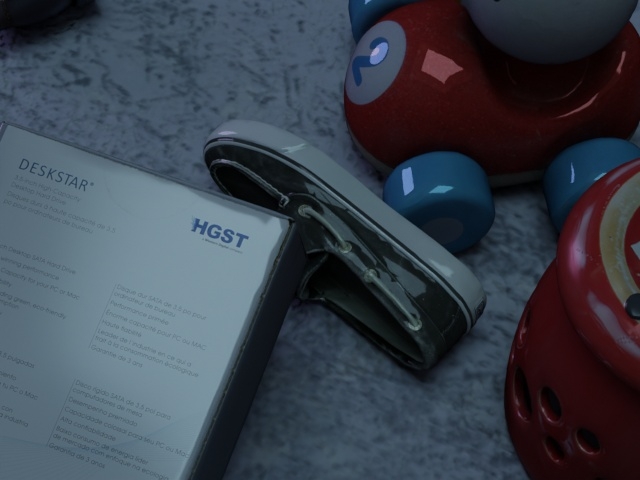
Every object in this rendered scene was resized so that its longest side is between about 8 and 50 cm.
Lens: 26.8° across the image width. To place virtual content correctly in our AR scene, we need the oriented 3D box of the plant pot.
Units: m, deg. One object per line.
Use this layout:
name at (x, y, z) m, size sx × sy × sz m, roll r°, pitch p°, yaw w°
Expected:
plant pot at (0.209, 0.060, 0.763) m, size 0.191 × 0.174 × 0.191 m, roll 1°, pitch 56°, yaw -1°

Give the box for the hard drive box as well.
hard drive box at (-0.132, 0.075, 0.748) m, size 0.181 × 0.089 × 0.232 m, roll 20°, pitch 77°, yaw 11°

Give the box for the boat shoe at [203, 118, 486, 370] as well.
boat shoe at (0.000, 0.000, 0.858) m, size 0.219 × 0.078 × 0.070 m, roll 34°, pitch 59°, yaw 20°

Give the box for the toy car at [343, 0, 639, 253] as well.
toy car at (0.122, -0.148, 0.869) m, size 0.210 × 0.238 × 0.219 m, roll -5°, pitch 54°, yaw -5°

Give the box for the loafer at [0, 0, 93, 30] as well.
loafer at (-0.285, -0.277, 1.040) m, size 0.095 × 0.109 × 0.302 m, roll -33°, pitch 64°, yaw -18°
